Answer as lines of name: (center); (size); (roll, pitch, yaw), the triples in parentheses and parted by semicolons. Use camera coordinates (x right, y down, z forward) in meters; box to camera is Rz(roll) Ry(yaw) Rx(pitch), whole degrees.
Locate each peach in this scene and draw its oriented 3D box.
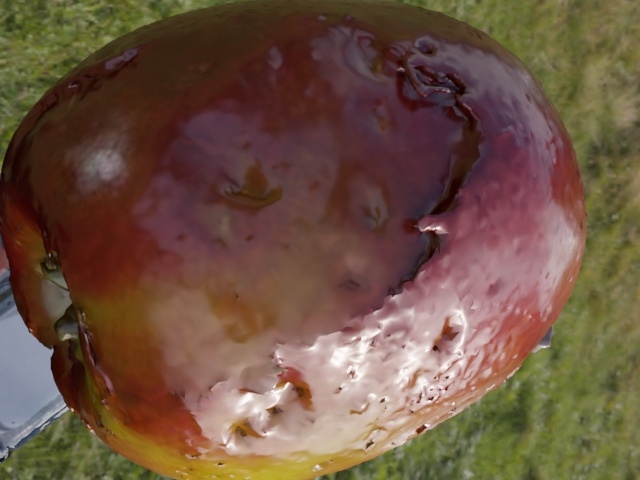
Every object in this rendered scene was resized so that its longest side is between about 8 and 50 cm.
peach: (0.000, 0.000, 0.675); (0.416, 0.353, 0.339); (-13, 93, -31)

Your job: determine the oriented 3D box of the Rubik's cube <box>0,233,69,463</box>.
Rubik's cube: (-0.438, 0.066, 0.886); (0.363, 0.362, 0.359); (-40, 108, -11)
